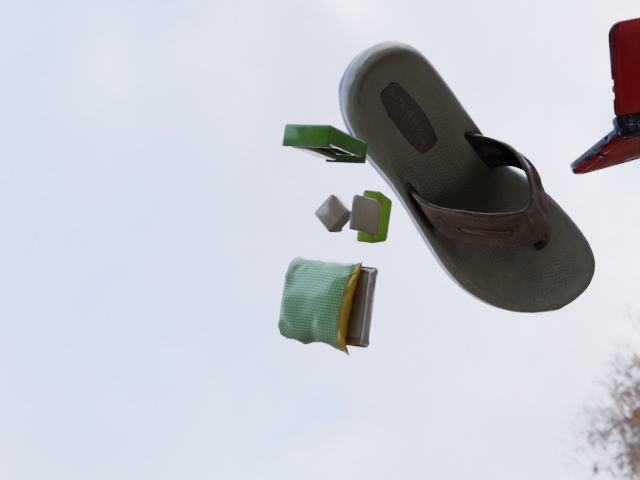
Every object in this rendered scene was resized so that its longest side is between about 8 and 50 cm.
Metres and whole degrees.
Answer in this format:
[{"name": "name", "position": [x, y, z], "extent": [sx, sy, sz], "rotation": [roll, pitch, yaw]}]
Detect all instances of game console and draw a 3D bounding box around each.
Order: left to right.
[{"name": "game console", "position": [0.283, -0.129, 0.954], "extent": [0.144, 0.085, 0.124], "rotation": [-15, -16, -27]}]

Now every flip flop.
[{"name": "flip flop", "position": [0.124, -0.043, 0.871], "extent": [0.112, 0.080, 0.277], "rotation": [-47, -69, -15]}]

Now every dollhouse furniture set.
[{"name": "dollhouse furniture set", "position": [0.000, 0.000, 0.762], "extent": [0.058, 0.076, 0.152], "rotation": [12, -95, -57]}]
